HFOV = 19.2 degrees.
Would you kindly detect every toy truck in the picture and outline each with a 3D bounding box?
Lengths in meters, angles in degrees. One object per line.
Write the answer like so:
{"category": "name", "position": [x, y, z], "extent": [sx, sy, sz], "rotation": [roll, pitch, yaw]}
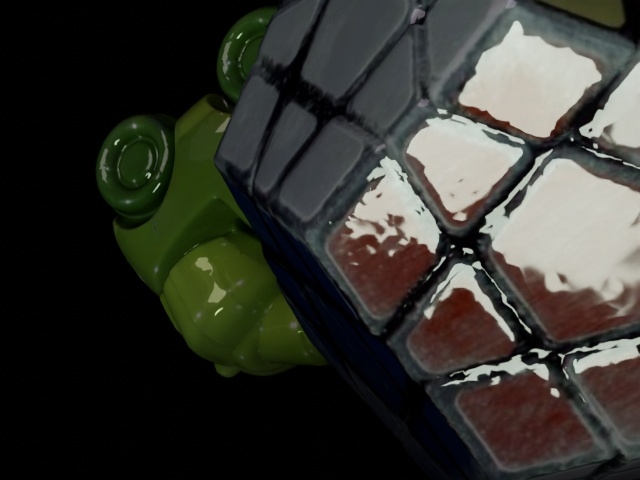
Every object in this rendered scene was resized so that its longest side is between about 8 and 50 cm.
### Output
{"category": "toy truck", "position": [-0.017, -0.004, 1.028], "extent": [0.187, 0.148, 0.211], "rotation": [-24, 63, 25]}

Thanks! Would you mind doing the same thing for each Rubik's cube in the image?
{"category": "Rubik's cube", "position": [0.116, -0.032, 0.798], "extent": [0.264, 0.319, 0.319], "rotation": [-38, 38, -9]}
